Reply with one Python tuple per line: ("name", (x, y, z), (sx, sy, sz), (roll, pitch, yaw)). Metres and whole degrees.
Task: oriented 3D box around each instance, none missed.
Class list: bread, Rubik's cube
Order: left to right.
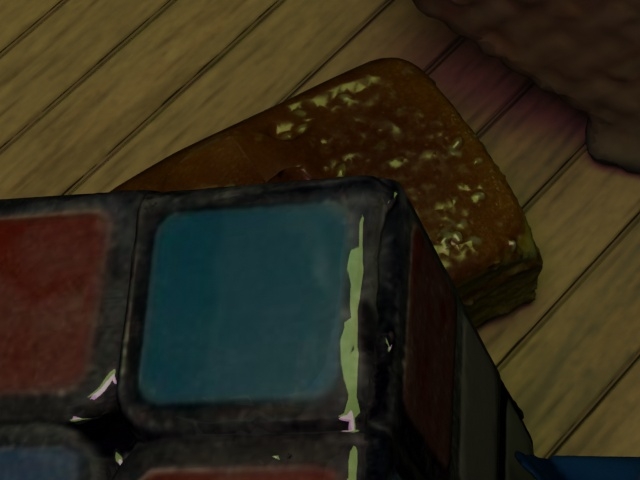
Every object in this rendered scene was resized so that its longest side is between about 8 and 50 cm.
("Rubik's cube", (-0.094, 0.203, 0.817), (0.359, 0.363, 0.362), (-3, 64, 20))
("bread", (0.000, 0.000, 1.101), (0.234, 0.110, 0.184), (-28, 63, -13))

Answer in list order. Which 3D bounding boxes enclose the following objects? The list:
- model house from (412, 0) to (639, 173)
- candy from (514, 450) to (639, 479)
("model house", (0.336, -0.282, 1.095), (0.400, 0.445, 0.395), (34, 54, -22))
("candy", (0.264, 0.183, 0.904), (0.331, 0.077, 0.187), (11, 31, -33))
